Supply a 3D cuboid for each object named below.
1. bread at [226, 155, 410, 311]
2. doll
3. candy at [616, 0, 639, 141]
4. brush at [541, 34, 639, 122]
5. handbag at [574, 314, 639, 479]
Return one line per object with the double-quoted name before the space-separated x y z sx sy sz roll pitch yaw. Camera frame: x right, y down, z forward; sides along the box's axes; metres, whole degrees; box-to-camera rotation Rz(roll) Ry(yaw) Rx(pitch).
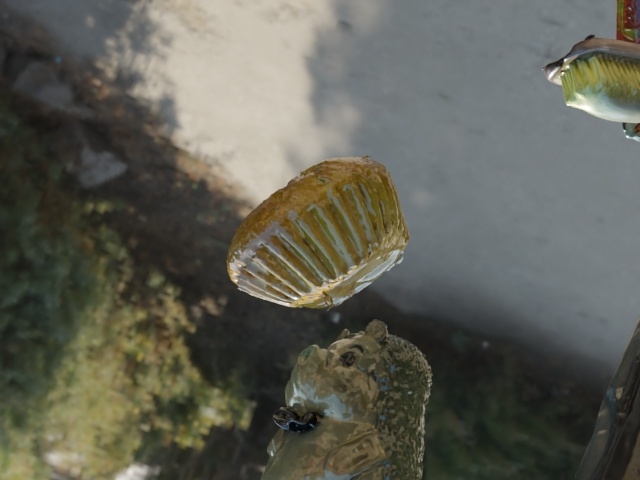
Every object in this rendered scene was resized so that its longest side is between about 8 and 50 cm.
"bread" -0.003 -0.003 1.584 0.139 0.240 0.240 56 159 11
"doll" 0.036 0.287 1.839 0.247 0.349 0.247 21 163 7
"candy" 0.353 -0.248 1.393 0.086 0.292 0.059 -2 -175 -9
"brush" 0.328 -0.139 1.271 0.313 0.067 0.072 1 161 -44
"handbag" 0.220 0.153 0.878 0.075 0.332 0.191 12 139 29
